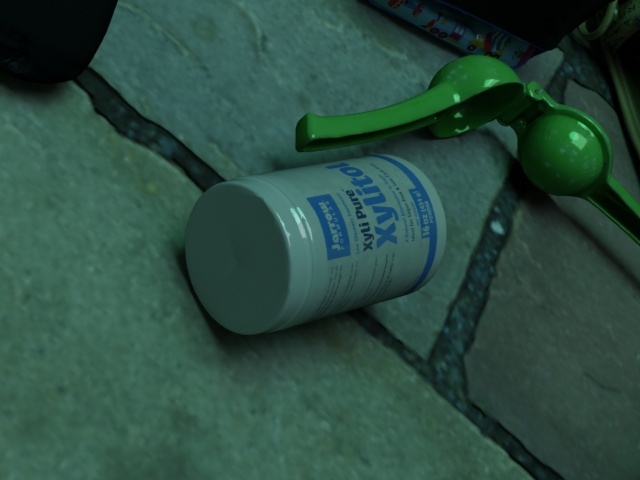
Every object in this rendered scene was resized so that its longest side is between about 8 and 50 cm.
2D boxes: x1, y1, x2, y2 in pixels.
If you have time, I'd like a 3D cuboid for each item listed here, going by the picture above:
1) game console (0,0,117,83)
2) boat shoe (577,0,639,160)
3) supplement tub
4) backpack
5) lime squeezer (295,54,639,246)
[{"bbox_3d":[-0.176,-0.282,0.530,0.386,0.060,0.342,27,74,-47],"label":"game console"},{"bbox_3d":[0.233,-0.115,0.917,0.089,0.104,0.285,-1,64,-38],"label":"boat shoe"},{"bbox_3d":[0.000,0.000,0.653,0.107,0.071,0.071,-13,70,-46],"label":"supplement tub"},{"bbox_3d":[0.099,-0.213,0.860,0.158,0.117,0.173,19,51,-31],"label":"backpack"},{"bbox_3d":[0.119,-0.044,0.791,0.310,0.059,0.110,23,32,-29],"label":"lime squeezer"}]
